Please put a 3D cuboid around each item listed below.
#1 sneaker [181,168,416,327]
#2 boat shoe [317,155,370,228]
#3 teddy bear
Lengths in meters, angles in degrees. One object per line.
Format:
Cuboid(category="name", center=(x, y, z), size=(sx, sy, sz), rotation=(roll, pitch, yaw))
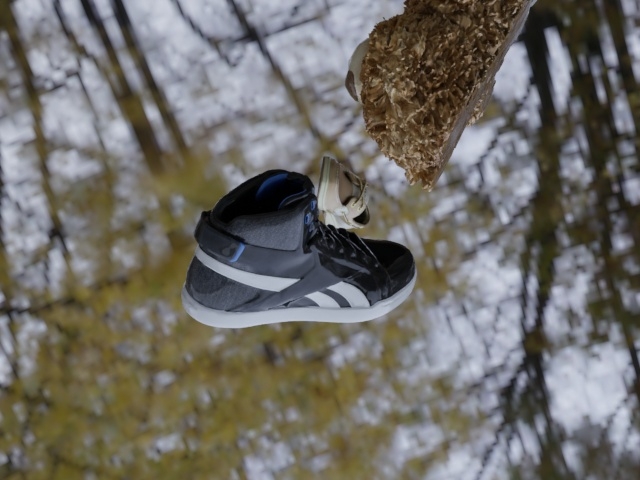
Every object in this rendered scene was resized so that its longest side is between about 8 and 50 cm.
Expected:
Cuboid(category="sneaker", center=(0.000, 0.000, 1.423), size=(0.217, 0.121, 0.079), rotation=(-8, -142, -35))
Cuboid(category="boat shoe", center=(0.023, -0.044, 1.669), size=(0.045, 0.135, 0.050), rotation=(6, -103, 8))
Cuboid(category="teddy bear", center=(0.122, -0.205, 1.548), size=(0.113, 0.245, 0.338), rotation=(26, -102, 11))
